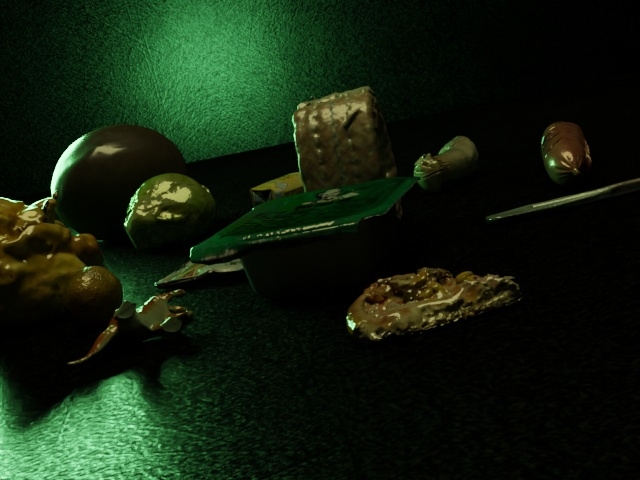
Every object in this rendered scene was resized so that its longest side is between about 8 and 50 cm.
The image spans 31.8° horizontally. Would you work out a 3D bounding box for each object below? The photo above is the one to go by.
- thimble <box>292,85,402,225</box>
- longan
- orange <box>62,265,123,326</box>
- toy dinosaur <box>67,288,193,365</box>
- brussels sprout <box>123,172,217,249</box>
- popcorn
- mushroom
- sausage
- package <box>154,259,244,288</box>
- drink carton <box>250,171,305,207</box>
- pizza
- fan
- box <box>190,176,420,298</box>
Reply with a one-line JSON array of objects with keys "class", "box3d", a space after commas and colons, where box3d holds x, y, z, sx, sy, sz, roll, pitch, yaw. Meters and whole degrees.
[{"class": "thimble", "box3d": [0.044, -0.120, 1.838, 0.148, 0.229, 0.196, -13, 28, 10]}, {"class": "longan", "box3d": [-0.430, -0.120, 2.424, 0.300, 0.243, 0.300, -4, -26, -2]}, {"class": "orange", "box3d": [-0.323, 0.078, 1.602, 0.085, 0.085, 0.095, -10, 19, 12]}, {"class": "toy dinosaur", "box3d": [-0.250, 0.108, 1.447, 0.212, 0.057, 0.142, -17, -1, -30]}, {"class": "brussels sprout", "box3d": [-0.294, -0.057, 2.195, 0.183, 0.131, 0.146, -9, 54, -4]}, {"class": "popcorn", "box3d": [-0.458, 0.037, 1.721, 0.253, 0.191, 0.190, -6, 22, -20]}, {"class": "mushroom", "box3d": [0.248, -0.147, 2.186, 0.092, 0.081, 0.223, 11, 20, 19]}, {"class": "sausage", "box3d": [0.438, -0.162, 2.019, 0.087, 0.088, 0.433, -10, 10, 12]}, {"class": "package", "box3d": [-0.158, 0.036, 1.802, 0.173, 0.027, 0.171, -13, 10, 18]}, {"class": "drink carton", "box3d": [-0.048, -0.101, 2.303, 0.084, 0.075, 0.200, -3, 15, 43]}, {"class": "pizza", "box3d": [0.124, 0.063, 1.248, 0.195, 0.052, 0.185, -10, 13, 13]}, {"class": "fan", "box3d": [0.386, -0.063, 1.704, 0.281, 0.023, 0.057, -13, 1, -5]}, {"class": "box", "box3d": [0.000, 0.000, 1.588, 0.264, 0.106, 0.336, -9, 10, 17]}]
